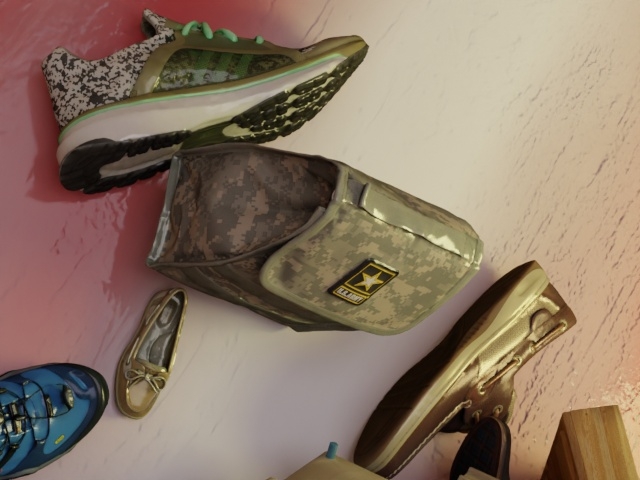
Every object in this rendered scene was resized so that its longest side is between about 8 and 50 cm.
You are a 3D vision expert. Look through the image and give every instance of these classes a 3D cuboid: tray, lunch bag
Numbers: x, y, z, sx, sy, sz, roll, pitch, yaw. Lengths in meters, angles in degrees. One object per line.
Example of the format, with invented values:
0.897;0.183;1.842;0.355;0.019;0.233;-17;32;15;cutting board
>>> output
0.329;0.413;1.791;0.076;0.203;0.411;-8;58;-6;tray
0.000;0.000;1.737;0.235;0.287;0.169;25;70;-41;lunch bag

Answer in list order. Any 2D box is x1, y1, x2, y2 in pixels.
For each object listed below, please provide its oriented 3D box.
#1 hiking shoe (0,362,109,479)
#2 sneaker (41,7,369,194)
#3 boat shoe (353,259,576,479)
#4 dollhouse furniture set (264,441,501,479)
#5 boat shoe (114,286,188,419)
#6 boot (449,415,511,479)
-0.352;0.205;1.674;0.304;0.132;0.113;-20;89;-23;hiking shoe
-0.133;-0.200;1.838;0.410;0.158;0.182;-19;76;-27;sneaker
0.181;0.173;1.905;0.123;0.123;0.342;48;62;-7;boat shoe
0.067;0.355;1.744;0.303;0.286;0.198;22;110;19;dollhouse furniture set
-0.185;0.124;1.801;0.056;0.048;0.153;27;72;-15;boat shoe
0.211;0.299;1.889;0.106;0.082;0.219;-4;116;-33;boot
